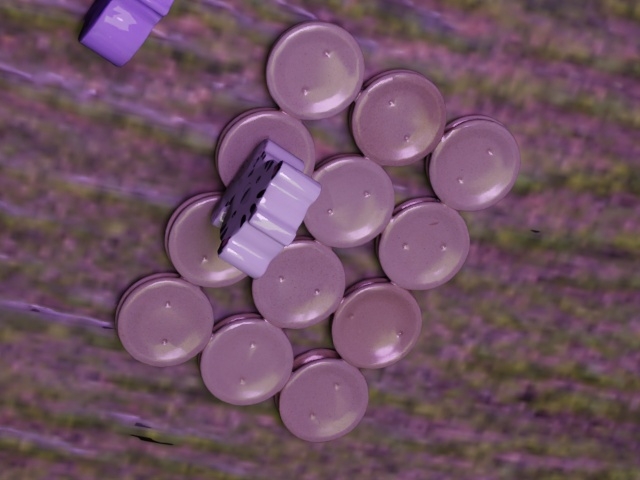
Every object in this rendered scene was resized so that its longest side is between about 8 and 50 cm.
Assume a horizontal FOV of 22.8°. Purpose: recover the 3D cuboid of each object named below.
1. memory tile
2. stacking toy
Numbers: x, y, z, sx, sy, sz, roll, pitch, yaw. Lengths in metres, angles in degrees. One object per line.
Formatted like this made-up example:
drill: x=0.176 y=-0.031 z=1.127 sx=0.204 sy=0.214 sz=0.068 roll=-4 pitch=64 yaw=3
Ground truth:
memory tile: x=0.000 y=0.000 z=0.598 sx=0.113 sy=0.012 sz=0.148 roll=27 pitch=102 yaw=-23
stacking toy: x=-0.036 y=-0.114 z=0.512 sx=0.167 sy=0.052 sz=0.221 roll=31 pitch=101 yaw=-18
